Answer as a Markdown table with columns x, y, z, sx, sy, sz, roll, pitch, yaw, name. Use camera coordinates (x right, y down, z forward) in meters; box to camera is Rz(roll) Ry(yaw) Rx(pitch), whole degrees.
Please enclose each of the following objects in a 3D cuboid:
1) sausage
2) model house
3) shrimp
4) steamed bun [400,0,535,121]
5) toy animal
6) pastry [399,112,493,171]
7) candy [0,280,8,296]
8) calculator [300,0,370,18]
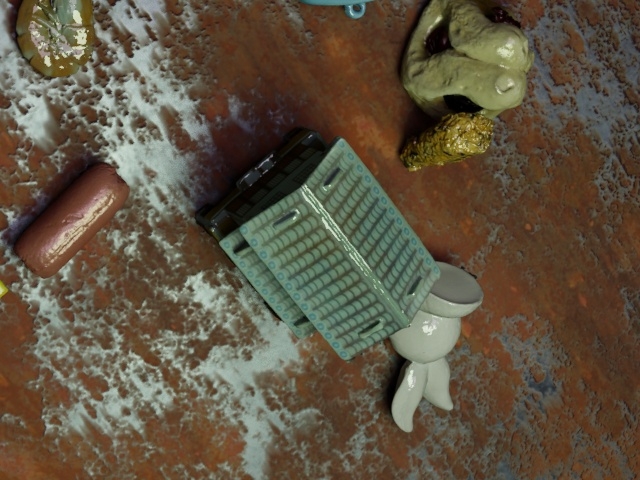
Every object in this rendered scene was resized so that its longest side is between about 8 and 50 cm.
| x | y | z | sx | sy | sz | roll | pitch | yaw | name |
| --- | --- | --- | --- | --- | --- | --- | --- | --- | --- |
| -0.288 | -0.025 | 1.912 | 0.154 | 0.062 | 0.062 | -46 | 115 | -7 | sausage |
| 0.000 | 0.000 | 1.957 | 0.198 | 0.215 | 0.224 | -40 | 114 | -8 | model house |
| -0.296 | -0.276 | 1.863 | 0.091 | 0.043 | 0.184 | 4 | 101 | -20 | shrimp |
| 0.197 | -0.221 | 2.024 | 0.140 | 0.155 | 0.172 | 18 | 94 | -27 | steamed bun |
| 0.125 | 0.129 | 2.120 | 0.103 | 0.130 | 0.221 | -30 | 145 | -48 | toy animal |
| 0.156 | -0.120 | 2.038 | 0.080 | 0.140 | 0.056 | -7 | 80 | -19 | pastry |
| -0.485 | -0.004 | 1.801 | 0.146 | 0.088 | 0.276 | -41 | 119 | -13 | candy |
| 0.034 | -0.413 | 1.968 | 0.173 | 0.051 | 0.293 | -11 | 106 | -22 | calculator |
